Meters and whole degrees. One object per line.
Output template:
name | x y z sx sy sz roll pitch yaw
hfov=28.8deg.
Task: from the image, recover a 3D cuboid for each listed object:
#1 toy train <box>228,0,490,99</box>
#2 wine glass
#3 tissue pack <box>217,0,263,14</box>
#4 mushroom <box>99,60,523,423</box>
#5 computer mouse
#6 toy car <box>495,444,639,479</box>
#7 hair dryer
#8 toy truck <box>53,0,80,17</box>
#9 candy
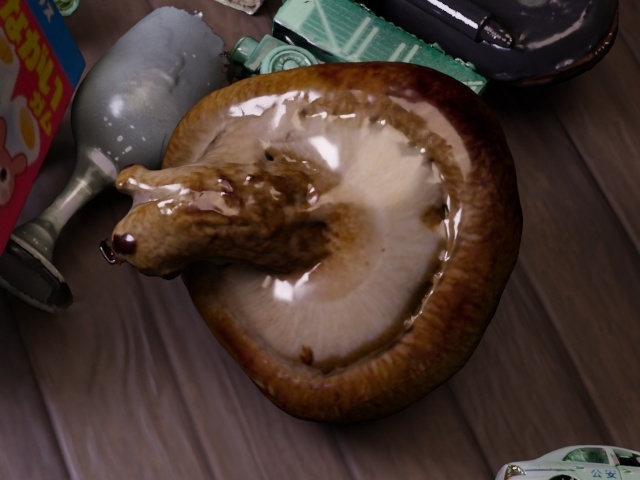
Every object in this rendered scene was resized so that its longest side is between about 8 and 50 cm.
toy train | 0.039 -0.151 1.269 0.269 0.115 0.154 32 71 11
wine glass | -0.208 -0.085 1.199 0.143 0.143 0.321 31 66 9
tissue pack | -0.069 -0.392 1.348 0.125 0.159 0.234 23 65 5
mushroom | 0.000 0.000 1.095 0.345 0.259 0.346 1 94 21
computer mouse | 0.170 -0.264 1.332 0.183 0.116 0.323 -43 61 -15
toy car | 0.267 0.230 1.123 0.224 0.090 0.076 3 58 -4
hair dryer | 0.102 -0.270 1.256 0.248 0.070 0.114 34 78 24
toy truck | -0.362 -0.265 1.200 0.128 0.259 0.135 15 69 32
candy | -0.309 -0.099 1.050 0.100 0.157 0.306 0 51 20
